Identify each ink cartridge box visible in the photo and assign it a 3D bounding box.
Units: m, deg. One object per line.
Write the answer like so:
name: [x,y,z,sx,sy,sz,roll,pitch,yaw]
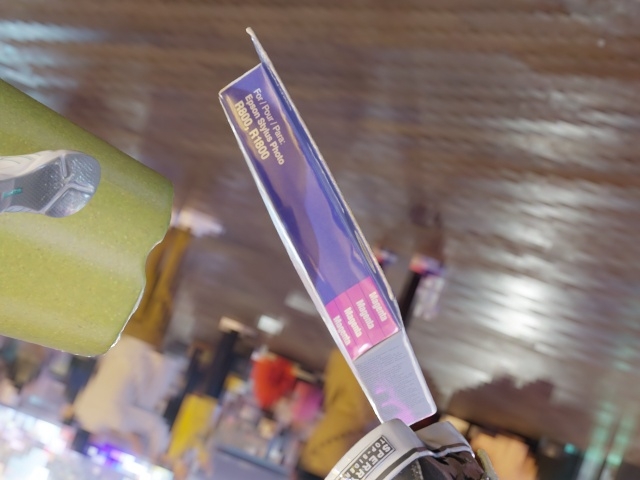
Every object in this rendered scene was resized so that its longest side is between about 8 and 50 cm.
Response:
ink cartridge box: [0.000,0.000,1.684,0.324,0.071,0.330,63,179,26]

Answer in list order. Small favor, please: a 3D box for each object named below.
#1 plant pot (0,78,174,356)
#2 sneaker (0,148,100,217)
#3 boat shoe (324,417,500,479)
plant pot: [-0.281,-0.019,1.529,0.254,0.276,0.276,24,170,-16]
sneaker: [-0.229,-0.045,1.241,0.152,0.053,0.061,-12,-148,-43]
boat shoe: [0.081,0.193,1.204,0.105,0.113,0.306,44,176,15]
